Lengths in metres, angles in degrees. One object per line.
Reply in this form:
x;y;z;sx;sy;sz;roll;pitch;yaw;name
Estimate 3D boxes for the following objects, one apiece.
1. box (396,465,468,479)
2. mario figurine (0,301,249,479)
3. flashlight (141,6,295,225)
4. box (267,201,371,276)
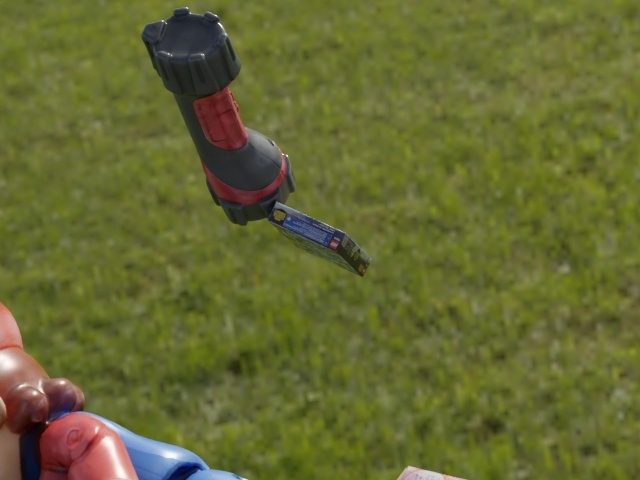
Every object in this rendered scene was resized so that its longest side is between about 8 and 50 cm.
0.133;0.363;1.565;0.154;0.300;0.142;9;39;33;box
-0.131;0.158;0.956;0.320;0.198;0.170;21;40;10;mario figurine
-0.104;-0.135;2.011;0.103;0.304;0.103;-31;58;-9;flashlight
0.000;0.000;2.119;0.094;0.027;0.137;25;-6;19;box
